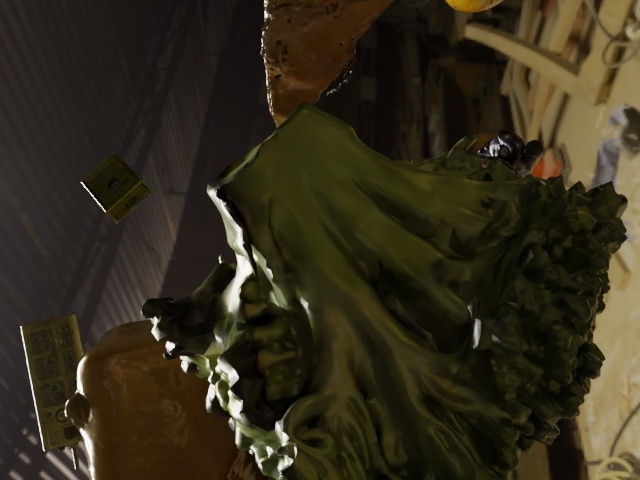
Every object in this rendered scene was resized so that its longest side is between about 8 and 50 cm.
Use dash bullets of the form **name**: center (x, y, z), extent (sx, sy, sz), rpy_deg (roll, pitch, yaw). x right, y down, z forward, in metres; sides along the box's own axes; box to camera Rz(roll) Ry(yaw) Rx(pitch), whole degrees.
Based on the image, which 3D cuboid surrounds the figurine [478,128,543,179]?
- **figurine**: center (0.321, -0.091, 1.278), extent (0.222, 0.145, 0.145), rpy_deg (-53, -8, -12)

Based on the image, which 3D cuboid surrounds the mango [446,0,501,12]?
- **mango**: center (0.236, -0.401, 0.938), extent (0.126, 0.154, 0.252), rpy_deg (51, -137, -24)

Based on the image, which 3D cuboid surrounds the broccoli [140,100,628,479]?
- **broccoli**: center (0.045, 0.041, 0.507), extent (0.272, 0.334, 0.324), rpy_deg (51, 180, 6)

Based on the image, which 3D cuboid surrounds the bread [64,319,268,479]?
- **bread**: center (-0.225, 0.318, 1.131), extent (0.348, 0.253, 0.375), rpy_deg (-12, -84, -81)

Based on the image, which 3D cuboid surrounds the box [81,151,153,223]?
- **box**: center (-0.602, -0.158, 1.989), extent (0.220, 0.141, 0.064), rpy_deg (40, 170, 41)

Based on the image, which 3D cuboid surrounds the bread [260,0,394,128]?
- **bread**: center (0.015, -0.389, 1.298), extent (0.315, 0.279, 0.248), rpy_deg (74, -175, -54)

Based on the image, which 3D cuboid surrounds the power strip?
- **power strip**: center (-0.439, 0.255, 1.146), extent (0.034, 0.092, 0.267), rpy_deg (127, 128, -65)
